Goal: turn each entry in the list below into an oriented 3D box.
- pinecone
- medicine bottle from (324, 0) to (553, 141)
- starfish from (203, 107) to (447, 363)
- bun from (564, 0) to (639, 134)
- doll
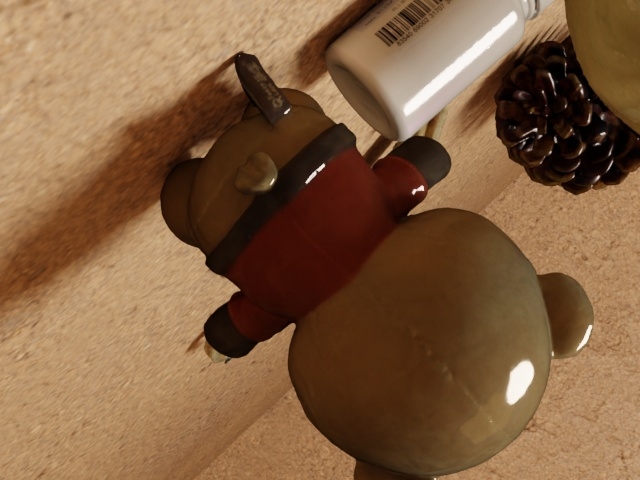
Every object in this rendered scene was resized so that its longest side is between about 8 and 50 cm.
[{"bbox_3d":[0.374,-0.189,1.488,0.246,0.246,0.292,-48,159,26],"label":"pinecone"},{"bbox_3d":[0.102,-0.177,0.846,0.187,0.103,0.103,-42,170,-7],"label":"medicine bottle"},{"bbox_3d":[0.000,0.000,1.280,0.432,0.082,0.324,-40,173,-3],"label":"starfish"},{"bbox_3d":[0.391,-0.241,0.951,0.364,0.364,0.202,-50,171,36],"label":"bun"},{"bbox_3d":[0.027,0.022,0.743,0.235,0.330,0.174,-45,174,-5],"label":"doll"}]
